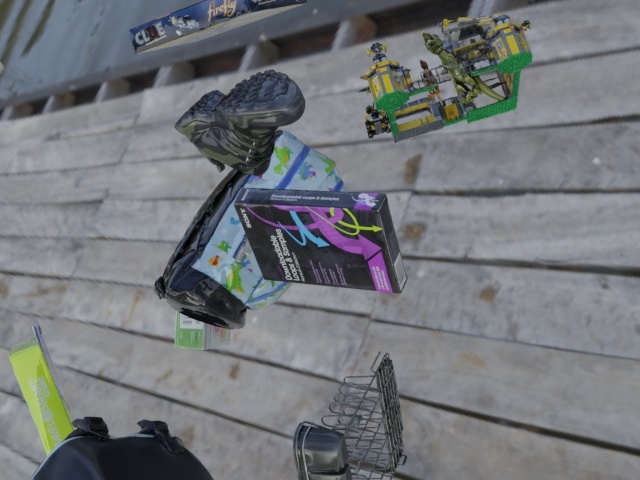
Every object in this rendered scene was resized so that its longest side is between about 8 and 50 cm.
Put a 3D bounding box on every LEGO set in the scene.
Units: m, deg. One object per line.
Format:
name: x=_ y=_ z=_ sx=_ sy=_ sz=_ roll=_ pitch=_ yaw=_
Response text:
LEGO set: x=0.212 y=-0.328 z=1.618 sx=0.331 sy=0.255 sz=0.192 roll=-20 pitch=68 yaw=11

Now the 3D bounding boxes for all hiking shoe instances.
hiking shoe: x=-0.083 y=-0.141 z=1.137 sx=0.226 sy=0.114 sz=0.086 roll=-1 pitch=44 yaw=50

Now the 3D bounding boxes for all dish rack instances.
dish rack: x=0.055 y=0.294 z=1.286 sx=0.074 sy=0.208 sz=0.271 roll=1 pitch=24 yaw=22

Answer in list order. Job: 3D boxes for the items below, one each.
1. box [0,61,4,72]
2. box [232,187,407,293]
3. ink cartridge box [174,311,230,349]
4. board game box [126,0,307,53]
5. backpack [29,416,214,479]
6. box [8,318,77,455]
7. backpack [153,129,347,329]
box: x=-0.499 y=-0.152 z=1.084 sx=0.275 sy=0.094 sz=0.113 roll=-30 pitch=19 yaw=44
box: x=0.000 y=0.000 z=0.921 sx=0.162 sy=0.116 sz=0.029 roll=5 pitch=45 yaw=26
ink cartridge box: x=-0.224 y=0.159 z=1.817 sx=0.062 sy=0.209 sz=0.109 roll=2 pitch=87 yaw=14
board game box: x=-0.165 y=-0.358 z=1.434 sx=0.243 sy=0.165 sz=0.042 roll=-10 pitch=102 yaw=34
backpack: x=-0.205 y=0.303 z=0.776 sx=0.253 sy=0.225 sz=0.191 roll=-44 pitch=67 yaw=10
box: x=-0.324 y=0.186 z=1.065 sx=0.109 sy=0.042 sz=0.178 roll=178 pitch=72 yaw=-74
backpack: x=-0.110 y=-0.019 z=1.576 sx=0.290 sy=0.273 sz=0.356 roll=137 pitch=153 yaw=-76
